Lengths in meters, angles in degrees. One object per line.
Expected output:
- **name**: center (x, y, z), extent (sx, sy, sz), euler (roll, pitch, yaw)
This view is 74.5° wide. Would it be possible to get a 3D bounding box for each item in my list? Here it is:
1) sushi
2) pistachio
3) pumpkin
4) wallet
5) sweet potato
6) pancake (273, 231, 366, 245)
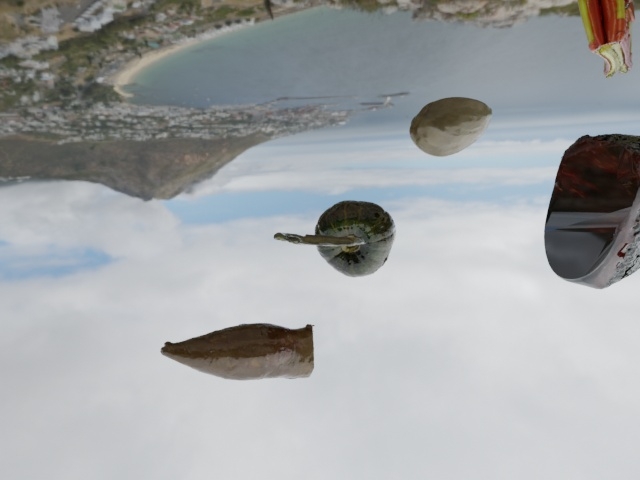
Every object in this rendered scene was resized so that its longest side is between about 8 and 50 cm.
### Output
- **sushi**: center (0.423, -0.043, 0.627), extent (0.126, 0.224, 0.136), euler (-7, -159, -30)
- **pistachio**: center (0.356, -0.317, 1.149), extent (0.238, 0.153, 0.138), euler (-24, -155, -10)
- **pumpkin**: center (0.109, -0.017, 1.340), extent (0.261, 0.260, 0.189), euler (0, -155, 14)
- **wallet**: center (0.457, -0.345, 0.657), extent (0.067, 0.141, 0.241), euler (-6, -176, 40)
- **sweet potato**: center (-0.162, 0.238, 0.903), extent (0.337, 0.131, 0.131), euler (9, -175, -30)
- **pancake**: center (0.000, 0.000, 1.030), extent (0.235, 0.029, 0.212), euler (4, -179, 44)
